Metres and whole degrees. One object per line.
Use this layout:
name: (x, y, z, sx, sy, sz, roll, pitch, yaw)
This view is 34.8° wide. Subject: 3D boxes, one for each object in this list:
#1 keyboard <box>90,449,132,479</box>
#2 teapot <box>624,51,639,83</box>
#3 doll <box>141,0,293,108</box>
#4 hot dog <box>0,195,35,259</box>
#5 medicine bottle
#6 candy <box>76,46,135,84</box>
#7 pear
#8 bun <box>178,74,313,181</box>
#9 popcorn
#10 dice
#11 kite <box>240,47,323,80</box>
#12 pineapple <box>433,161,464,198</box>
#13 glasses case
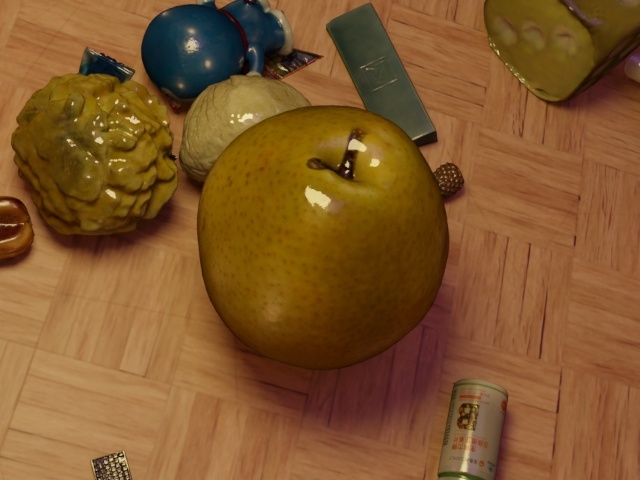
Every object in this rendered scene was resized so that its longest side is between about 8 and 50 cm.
keyboard: (-0.275, 0.355, 1.397, 0.049, 0.015, 0.129, -12, 71, -20)
teapot: (0.703, -0.273, 1.861, 0.298, 0.139, 0.204, 18, 104, -23)
doll: (-0.170, -0.315, 1.647, 0.256, 0.161, 0.215, -27, 59, -35)
hot dog: (-0.539, -0.009, 1.455, 0.250, 0.076, 0.104, -11, 90, -16)
medicine bottle: (0.225, 0.304, 1.517, 0.086, 0.086, 0.183, 18, 63, -7)
candy: (-0.361, -0.251, 1.626, 0.088, 0.038, 0.136, 28, 54, -6)
pear: (0.000, 0.000, 1.406, 0.362, 0.418, 0.363, 3, 66, -8)
bun: (-0.119, -0.174, 1.561, 0.220, 0.220, 0.134, -20, 76, -22)
popcorn: (-0.324, -0.130, 1.497, 0.249, 0.249, 0.225, 46, 34, 7)
dice: (0.450, -0.408, 1.804, 0.226, 0.238, 0.233, -33, 80, -24)
kite: (-0.103, -0.291, 1.727, 0.241, 0.014, 0.183, -26, 77, -25)
pineapple: (0.178, -0.082, 1.695, 0.124, 0.058, 0.058, -29, 77, -18)
glasses case: (0.110, -0.282, 1.758, 0.105, 0.056, 0.266, -18, 73, -22)
